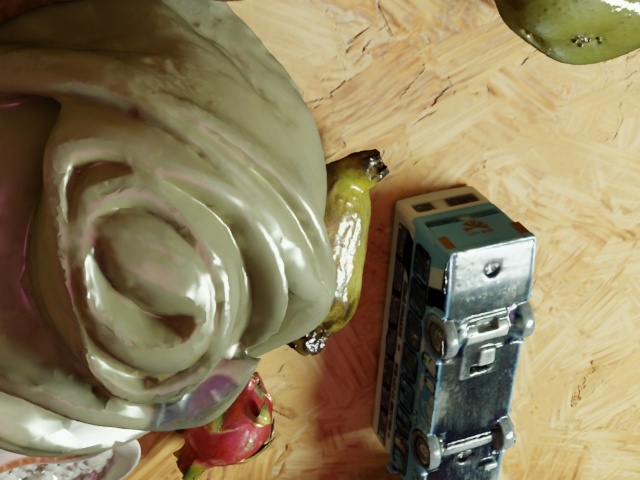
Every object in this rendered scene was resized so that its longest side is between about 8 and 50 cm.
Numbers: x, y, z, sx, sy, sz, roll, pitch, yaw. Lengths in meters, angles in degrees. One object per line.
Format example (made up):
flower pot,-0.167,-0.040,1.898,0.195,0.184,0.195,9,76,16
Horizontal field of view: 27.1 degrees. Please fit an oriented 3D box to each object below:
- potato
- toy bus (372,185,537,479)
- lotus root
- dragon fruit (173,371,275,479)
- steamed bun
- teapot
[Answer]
potato,0.249,-0.258,1.068,0.251,0.159,0.174,-51,155,-1
toy bus,0.122,0.104,1.261,0.106,0.131,0.297,-12,127,-22
lotus root,0.000,0.000,1.153,0.108,0.094,0.191,-5,118,-55
dragon fruit,-0.092,0.172,1.224,0.116,0.081,0.086,-40,142,0
steamed bun,-0.149,0.005,0.961,0.367,0.255,0.342,-28,128,-11
teapot,-0.274,0.218,1.134,0.245,0.116,0.159,-42,144,-1
